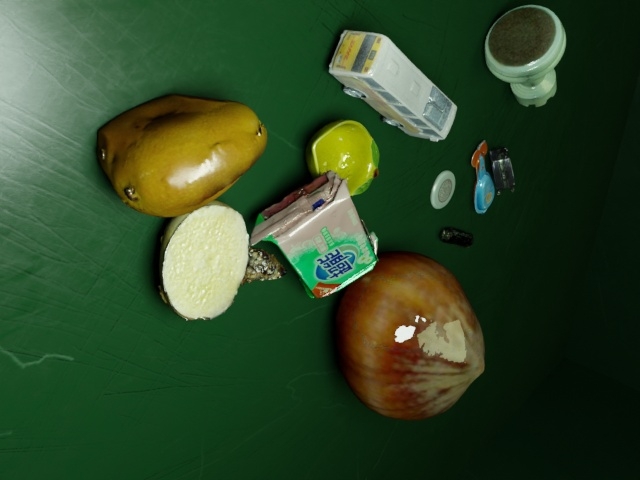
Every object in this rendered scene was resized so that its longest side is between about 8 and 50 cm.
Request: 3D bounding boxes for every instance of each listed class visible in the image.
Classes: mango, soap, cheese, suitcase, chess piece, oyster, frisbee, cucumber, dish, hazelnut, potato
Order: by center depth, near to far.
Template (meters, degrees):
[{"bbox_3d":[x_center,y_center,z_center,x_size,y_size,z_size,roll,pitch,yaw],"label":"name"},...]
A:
[{"bbox_3d":[-0.181,-0.123,0.785,0.236,0.166,0.136,-40,140,-28],"label":"mango"},{"bbox_3d":[-0.201,0.028,0.908,0.164,0.081,0.201,3,104,-41],"label":"potato"},{"bbox_3d":[-0.001,-0.002,1.056,0.217,0.098,0.273,-30,146,-1],"label":"soap"},{"bbox_3d":[-0.114,0.048,1.057,0.132,0.029,0.086,-19,123,-43],"label":"oyster"},{"bbox_3d":[0.030,-0.165,1.076,0.207,0.080,0.149,18,95,-50],"label":"dish"},{"bbox_3d":[0.201,0.232,1.298,0.359,0.359,0.410,-34,123,-34],"label":"hazelnut"},{"bbox_3d":[0.562,-0.471,1.475,0.299,0.194,0.195,22,91,-61],"label":"chess piece"},{"bbox_3d":[0.337,-0.139,1.502,0.110,0.014,0.110,-26,128,-39],"label":"frisbee"},{"bbox_3d":[0.402,-0.010,1.620,0.181,0.053,0.053,11,100,-49],"label":"cucumber"},{"bbox_3d":[0.484,-0.180,1.637,0.106,0.037,0.256,-47,137,-26],"label":"cheese"},{"bbox_3d":[0.542,-0.212,1.637,0.086,0.059,0.126,-78,149,-54],"label":"suitcase"}]

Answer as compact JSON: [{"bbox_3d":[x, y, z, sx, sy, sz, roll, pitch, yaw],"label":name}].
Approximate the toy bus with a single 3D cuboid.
[{"bbox_3d":[0.155,-0.304,1.103,0.342,0.138,0.097,20,91,-50],"label":"toy bus"}]
